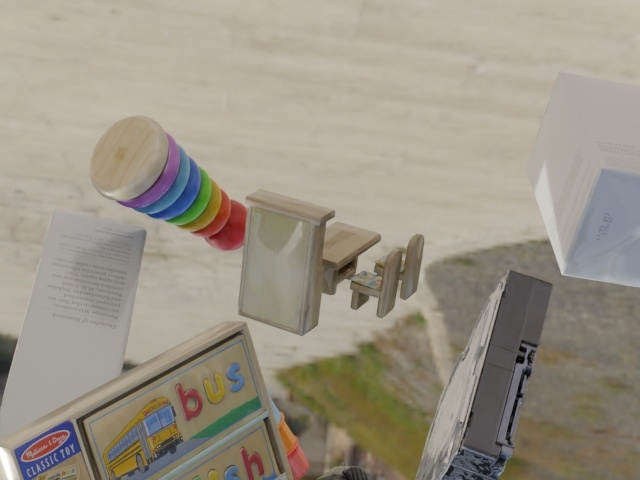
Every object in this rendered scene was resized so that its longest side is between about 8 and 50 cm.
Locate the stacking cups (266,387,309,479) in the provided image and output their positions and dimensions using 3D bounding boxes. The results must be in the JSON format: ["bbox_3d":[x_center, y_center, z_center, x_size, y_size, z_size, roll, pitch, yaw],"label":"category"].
[{"bbox_3d":[-0.117,0.336,2.326,0.096,0.096,0.316,-6,124,50],"label":"stacking cups"}]

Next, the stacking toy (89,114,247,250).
[{"bbox_3d":[-0.221,-0.067,1.938,0.141,0.141,0.330,-1,156,32],"label":"stacking toy"}]

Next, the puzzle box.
[{"bbox_3d":[-0.211,0.300,1.559,0.052,0.272,0.409,-6,-165,44],"label":"puzzle box"}]

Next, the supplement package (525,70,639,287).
[{"bbox_3d":[0.421,-0.090,1.709,0.175,0.178,0.293,8,-147,-8],"label":"supplement package"}]

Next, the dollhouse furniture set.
[{"bbox_3d":[0.000,0.000,1.590,0.212,0.161,0.242,16,-156,23],"label":"dollhouse furniture set"}]

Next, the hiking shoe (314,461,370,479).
[{"bbox_3d":[-0.016,0.456,1.950,0.086,0.227,0.114,51,166,-9],"label":"hiking shoe"}]

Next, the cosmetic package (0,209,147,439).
[{"bbox_3d":[-0.389,0.197,1.854,0.161,0.453,0.230,12,136,-9],"label":"cosmetic package"}]

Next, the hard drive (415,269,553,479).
[{"bbox_3d":[0.176,0.217,1.411,0.064,0.237,0.339,19,147,2],"label":"hard drive"}]
